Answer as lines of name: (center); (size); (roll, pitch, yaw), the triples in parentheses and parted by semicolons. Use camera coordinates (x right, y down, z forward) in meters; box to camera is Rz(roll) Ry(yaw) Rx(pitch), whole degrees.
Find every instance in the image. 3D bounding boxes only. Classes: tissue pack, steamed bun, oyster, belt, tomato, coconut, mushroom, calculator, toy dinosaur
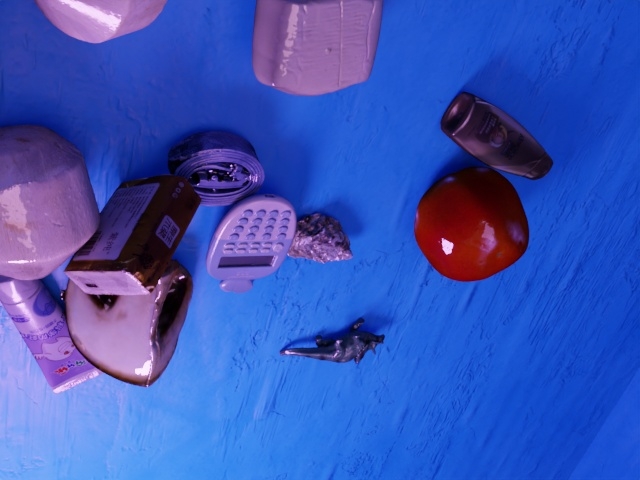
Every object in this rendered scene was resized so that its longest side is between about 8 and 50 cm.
tissue pack: (-0.342, -0.013, 1.105); (0.183, 0.226, 0.092); (-1, 139, 30)
steamed bun: (-0.014, -0.378, 1.106); (0.250, 0.155, 0.200); (-13, 128, -26)
oyster: (0.000, 0.000, 1.420); (0.177, 0.064, 0.125); (-5, 126, -21)
belt: (-0.213, -0.144, 1.206); (0.190, 0.082, 0.141); (-2, 131, -25)
tomato: (0.379, -0.028, 1.480); (0.298, 0.226, 0.299); (-15, 131, -18)
coconut: (-0.335, -0.398, 0.882); (0.222, 0.202, 0.202); (-48, 143, -55)
coconut: (-0.507, -0.051, 1.025); (0.237, 0.237, 0.266); (-13, 127, -18)
mushroom: (-0.403, 0.123, 1.269); (0.217, 0.212, 0.292); (20, 125, 10)
calculator: (-0.155, 0.013, 1.330); (0.188, 0.042, 0.303); (-1, 139, -30)
toy dinosaur: (0.045, 0.276, 1.612); (0.291, 0.079, 0.120); (5, 116, -25)

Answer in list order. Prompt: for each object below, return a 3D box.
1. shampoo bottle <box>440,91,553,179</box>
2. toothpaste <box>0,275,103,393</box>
shampoo bottle: (0.440, -0.237, 1.467); (0.350, 0.084, 0.126); (23, 107, -36)
toothpaste: (-0.572, 0.189, 1.264); (0.125, 0.080, 0.371); (-23, 135, -16)
